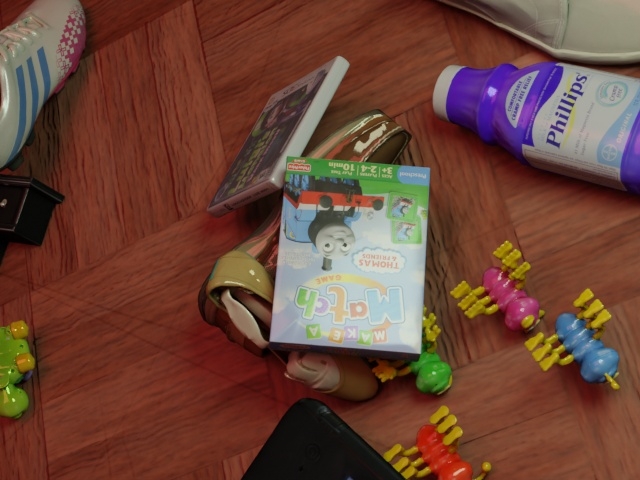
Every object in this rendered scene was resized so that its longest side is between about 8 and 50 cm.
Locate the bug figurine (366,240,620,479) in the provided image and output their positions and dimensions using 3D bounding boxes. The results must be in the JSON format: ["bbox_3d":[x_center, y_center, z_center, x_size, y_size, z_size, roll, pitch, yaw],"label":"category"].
[{"bbox_3d":[0.178,0.134,1.279,0.279,0.072,0.216,-40,49,15],"label":"bug figurine"}]

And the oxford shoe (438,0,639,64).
[{"bbox_3d":[0.248,-0.317,1.397,0.449,0.130,0.169,25,82,34],"label":"oxford shoe"}]

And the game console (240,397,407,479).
[{"bbox_3d":[0.015,0.399,1.228,0.386,0.060,0.342,39,104,35],"label":"game console"}]

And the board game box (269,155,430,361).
[{"bbox_3d":[0.033,0.018,1.311,0.160,0.039,0.212,4,71,-1],"label":"board game box"}]

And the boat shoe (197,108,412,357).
[{"bbox_3d":[0.000,0.000,1.420,0.120,0.122,0.324,43,100,23],"label":"boat shoe"}]

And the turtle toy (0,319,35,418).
[{"bbox_3d":[-0.417,0.171,1.605,0.095,0.066,0.130,-17,62,-4],"label":"turtle toy"}]

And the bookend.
[{"bbox_3d":[-0.458,-0.010,1.702,0.156,0.072,0.157,7,74,31],"label":"bookend"}]

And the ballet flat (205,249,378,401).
[{"bbox_3d":[-0.037,0.111,1.340,0.080,0.232,0.073,-44,6,37],"label":"ballet flat"}]

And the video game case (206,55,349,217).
[{"bbox_3d":[-0.053,-0.123,1.471,0.173,0.022,0.190,-20,38,58],"label":"video game case"}]

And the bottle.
[{"bbox_3d":[0.257,-0.134,1.334,0.282,0.092,0.118,20,81,34],"label":"bottle"}]

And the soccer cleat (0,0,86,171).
[{"bbox_3d":[-0.425,-0.250,1.710,0.116,0.143,0.331,2,57,22],"label":"soccer cleat"}]
